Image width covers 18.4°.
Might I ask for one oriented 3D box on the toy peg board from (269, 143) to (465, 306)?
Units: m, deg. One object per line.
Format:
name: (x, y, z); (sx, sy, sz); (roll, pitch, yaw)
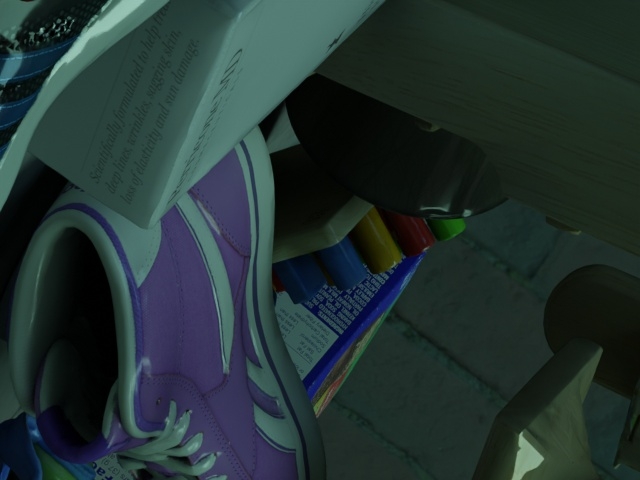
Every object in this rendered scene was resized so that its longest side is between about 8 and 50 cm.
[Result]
toy peg board: (0.000, 0.000, 1.195); (0.161, 0.079, 0.160); (-17, -160, 40)

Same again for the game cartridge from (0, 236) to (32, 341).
game cartridge: (-0.130, 0.013, 0.941); (0.056, 0.017, 0.083); (-42, 168, -43)

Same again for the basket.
basket: (0.095, -0.154, 1.089); (0.227, 0.154, 0.204); (-63, 176, 39)

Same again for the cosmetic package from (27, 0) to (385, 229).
cosmetic package: (-0.018, -0.117, 0.728); (0.231, 0.085, 0.117); (-49, 172, -42)

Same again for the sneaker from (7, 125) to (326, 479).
sneaker: (-0.080, 0.084, 0.908); (0.161, 0.102, 0.282); (-56, 142, -51)

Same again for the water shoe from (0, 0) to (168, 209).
water shoe: (-0.111, -0.056, 0.542); (0.203, 0.073, 0.080); (-52, 147, -7)

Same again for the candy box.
candy box: (-0.082, 0.133, 1.464); (0.317, 0.122, 0.268); (-48, 173, -30)

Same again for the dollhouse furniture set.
dollhouse furniture set: (0.074, 0.071, 0.950); (0.362, 0.256, 0.394); (-34, 145, -58)

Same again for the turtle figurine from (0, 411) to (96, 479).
turtle figurine: (-0.182, 0.232, 0.944); (0.266, 0.198, 0.275); (-46, 168, -25)
